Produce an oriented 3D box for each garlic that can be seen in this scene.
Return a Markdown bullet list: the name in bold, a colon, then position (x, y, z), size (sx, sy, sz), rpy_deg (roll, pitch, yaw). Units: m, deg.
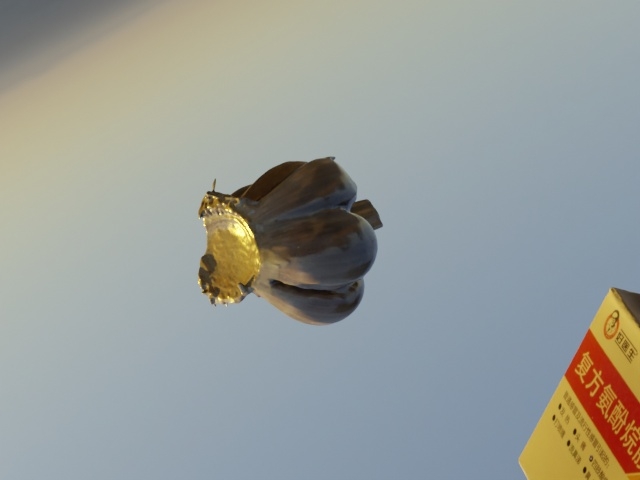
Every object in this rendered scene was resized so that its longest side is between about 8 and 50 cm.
- **garlic**: position (0.000, 0.000, 1.215), size (0.127, 0.131, 0.194), rpy_deg (-3, -179, 34)

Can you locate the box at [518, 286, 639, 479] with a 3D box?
- **box**: position (0.299, 0.220, 1.349), size (0.214, 0.069, 0.353), rpy_deg (-66, -156, 23)
